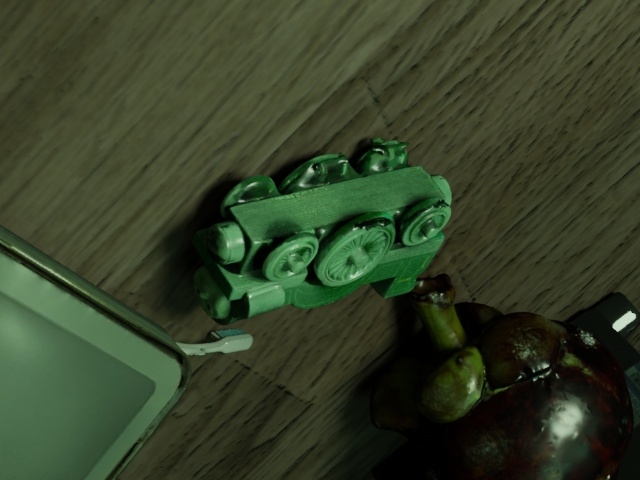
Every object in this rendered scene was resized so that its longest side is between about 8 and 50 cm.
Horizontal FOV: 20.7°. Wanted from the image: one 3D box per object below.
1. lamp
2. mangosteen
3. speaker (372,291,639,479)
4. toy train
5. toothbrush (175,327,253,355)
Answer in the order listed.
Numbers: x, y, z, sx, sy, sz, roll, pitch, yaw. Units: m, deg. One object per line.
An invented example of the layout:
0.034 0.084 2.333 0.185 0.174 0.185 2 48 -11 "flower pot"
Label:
-0.225 0.118 0.959 0.266 0.047 0.269 -50 140 1 "lamp"
0.130 0.121 1.245 0.172 0.184 0.172 -60 167 -23 "mangosteen"
0.213 0.216 1.405 0.254 0.184 0.232 -36 145 -4 "speaker"
0.000 0.000 1.068 0.178 0.071 0.105 -14 148 -35 "toy train"
-0.123 0.067 1.063 0.204 0.022 0.017 -4 118 -41 "toothbrush"
